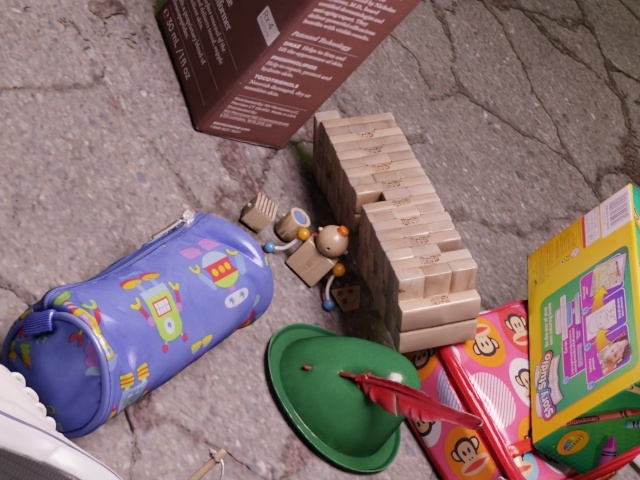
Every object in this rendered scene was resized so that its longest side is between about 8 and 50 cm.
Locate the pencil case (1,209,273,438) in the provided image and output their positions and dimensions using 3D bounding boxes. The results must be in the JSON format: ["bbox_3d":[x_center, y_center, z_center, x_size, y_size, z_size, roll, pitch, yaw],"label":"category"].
[{"bbox_3d":[-0.161,0.066,1.358,0.306,0.119,0.133,-34,106,-57],"label":"pencil case"}]

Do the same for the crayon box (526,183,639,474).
[{"bbox_3d":[0.310,0.093,1.601,0.081,0.165,0.278,31,42,-24],"label":"crayon box"}]

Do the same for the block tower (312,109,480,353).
[{"bbox_3d":[0.080,-0.023,1.652,0.097,0.091,0.335,-9,40,-15],"label":"block tower"}]

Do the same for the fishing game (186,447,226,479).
[{"bbox_3d":[-0.044,0.310,1.232,0.264,0.189,0.041,46,-11,3],"label":"fishing game"}]

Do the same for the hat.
[{"bbox_3d":[0.075,0.124,1.502,0.208,0.183,0.173,53,33,9],"label":"hat"}]

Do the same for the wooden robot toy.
[{"bbox_3d":[0.000,0.000,1.645,0.173,0.079,0.076,45,33,-4],"label":"wooden robot toy"}]

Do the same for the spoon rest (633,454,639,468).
[{"bbox_3d":[0.398,0.217,1.832,0.276,0.137,0.084,47,46,-22],"label":"spoon rest"}]

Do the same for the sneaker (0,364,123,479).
[{"bbox_3d":[-0.255,0.149,1.192,0.258,0.094,0.091,34,40,-17],"label":"sneaker"}]

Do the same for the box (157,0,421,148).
[{"bbox_3d":[-0.012,-0.295,1.665,0.143,0.381,0.191,10,48,-42],"label":"box"}]

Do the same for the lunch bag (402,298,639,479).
[{"bbox_3d":[0.235,0.203,1.668,0.293,0.120,0.258,-9,66,-50],"label":"lunch bag"}]
